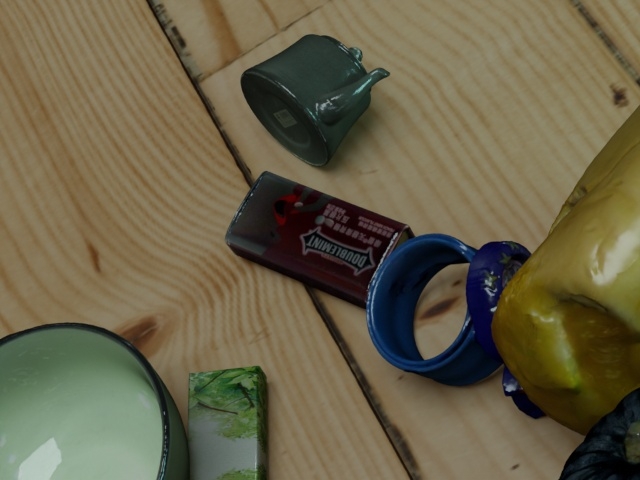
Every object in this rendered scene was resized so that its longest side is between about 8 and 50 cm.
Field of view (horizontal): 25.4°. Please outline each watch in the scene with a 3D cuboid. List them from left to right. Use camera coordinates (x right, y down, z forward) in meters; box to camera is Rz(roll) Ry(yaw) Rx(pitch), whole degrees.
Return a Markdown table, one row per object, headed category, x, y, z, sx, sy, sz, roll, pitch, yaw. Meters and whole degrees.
| category | x | y | z | sx | sy | sz | roll | pitch | yaw |
| --- | --- | --- | --- | --- | --- | --- | --- | --- | --- |
| watch | 0.164 | 0.093 | 1.669 | 0.200 | 0.171 | 0.196 | -7 | 62 | 33 |

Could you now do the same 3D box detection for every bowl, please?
| category | x | y | z | sx | sy | sz | roll | pitch | yaw |
| --- | --- | --- | --- | --- | --- | --- | --- | --- | --- |
| bowl | -0.299 | 0.291 | 1.699 | 0.354 | 0.185 | 0.354 | -10 | 61 | 19 |

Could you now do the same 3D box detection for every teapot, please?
| category | x | y | z | sx | sy | sz | roll | pitch | yaw |
| --- | --- | --- | --- | --- | --- | --- | --- | --- | --- |
| teapot | -0.005 | -0.209 | 1.893 | 0.149 | 0.162 | 0.239 | -45 | 28 | -16 |

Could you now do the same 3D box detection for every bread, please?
| category | x | y | z | sx | sy | sz | roll | pitch | yaw |
| --- | --- | --- | --- | --- | --- | --- | --- | --- | --- |
| bread | 0.363 | 0.031 | 1.515 | 0.394 | 0.361 | 0.250 | -47 | 34 | -5 |

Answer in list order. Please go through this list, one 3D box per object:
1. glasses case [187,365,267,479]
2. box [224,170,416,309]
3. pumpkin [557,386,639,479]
| category | x | y | z | sx | sy | sz | roll | pitch | yaw |
| --- | --- | --- | --- | --- | --- | --- | --- | --- | --- |
| glasses case | -0.111 | 0.290 | 1.711 | 0.095 | 0.062 | 0.272 | -6 | 62 | 10 |
| box | 0.000 | 0.000 | 1.820 | 0.224 | 0.069 | 0.120 | 24 | 74 | 27 |
| pumpkin | 0.366 | 0.265 | 1.278 | 0.363 | 0.363 | 0.266 | -39 | 97 | -3 |
